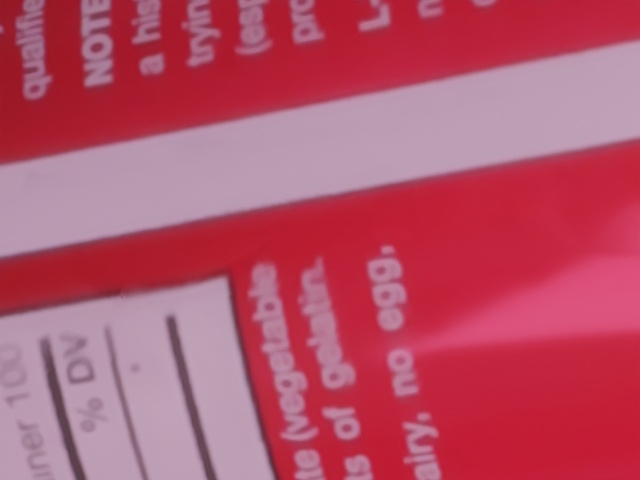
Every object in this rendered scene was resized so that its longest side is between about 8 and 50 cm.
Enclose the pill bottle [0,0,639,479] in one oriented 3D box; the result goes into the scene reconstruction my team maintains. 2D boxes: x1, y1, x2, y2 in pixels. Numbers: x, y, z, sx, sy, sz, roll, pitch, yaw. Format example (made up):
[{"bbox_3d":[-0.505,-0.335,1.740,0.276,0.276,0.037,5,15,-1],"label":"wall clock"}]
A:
[{"bbox_3d":[0.000,0.000,0.454,0.407,0.229,0.229,-10,110,12],"label":"pill bottle"}]
